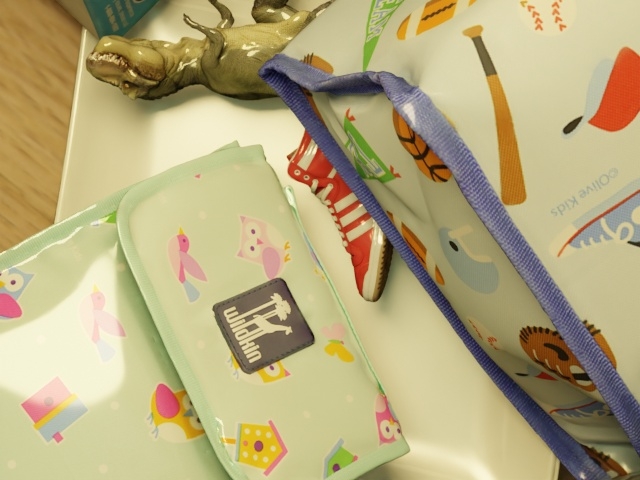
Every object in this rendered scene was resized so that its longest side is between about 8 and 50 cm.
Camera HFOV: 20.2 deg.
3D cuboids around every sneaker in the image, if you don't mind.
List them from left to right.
[{"bbox_3d":[0.012,-0.021,1.108,0.067,0.042,0.118,4,103,8],"label":"sneaker"}]

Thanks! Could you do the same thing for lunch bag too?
[{"bbox_3d":[-0.101,0.088,1.064,0.262,0.160,0.223,-26,83,-7],"label":"lunch bag"},{"bbox_3d":[0.221,-0.042,1.024,0.328,0.239,0.385,-40,114,-10],"label":"lunch bag"}]

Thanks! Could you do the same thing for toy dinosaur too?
[{"bbox_3d":[-0.006,-0.134,1.107,0.268,0.064,0.118,6,107,1],"label":"toy dinosaur"}]

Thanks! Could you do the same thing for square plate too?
[{"bbox_3d":[0.000,0.000,1.158,0.347,0.049,0.344,9,90,4],"label":"square plate"}]

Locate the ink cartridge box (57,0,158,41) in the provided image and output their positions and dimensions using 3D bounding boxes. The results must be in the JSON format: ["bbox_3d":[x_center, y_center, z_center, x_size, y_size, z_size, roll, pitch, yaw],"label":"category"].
[{"bbox_3d":[-0.110,-0.298,1.071,0.197,0.198,0.270,43,81,9],"label":"ink cartridge box"}]
